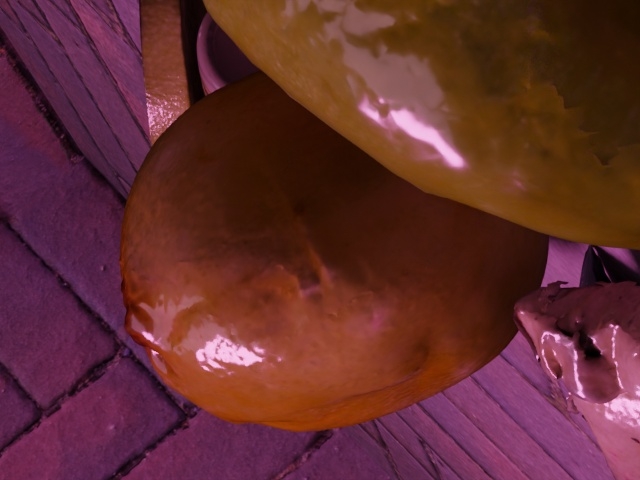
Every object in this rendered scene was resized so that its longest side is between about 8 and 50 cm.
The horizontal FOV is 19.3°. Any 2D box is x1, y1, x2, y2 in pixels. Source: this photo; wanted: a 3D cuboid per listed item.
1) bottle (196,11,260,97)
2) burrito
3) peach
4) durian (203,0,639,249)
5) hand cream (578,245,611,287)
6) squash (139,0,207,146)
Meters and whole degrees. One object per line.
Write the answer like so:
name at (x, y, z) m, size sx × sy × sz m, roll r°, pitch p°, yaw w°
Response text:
bottle at (-0.050, -0.139, 1.703) m, size 0.120 × 0.120 × 0.253 m, roll 48°, pitch 170°, yaw 8°
burrito at (0.274, 0.154, 1.378) m, size 0.175 × 0.107 × 0.347 m, roll 23°, pitch 156°, yaw 55°
peach at (0.006, -0.001, 1.441) m, size 0.281 × 0.316 × 0.314 m, roll 64°, pitch -178°, yaw 13°
durian at (0.083, -0.127, 0.931) m, size 0.340 × 0.204 × 0.256 m, roll 41°, pitch -163°, yaw 28°
hand cream at (0.251, 0.114, 1.480) m, size 0.248 × 0.052 × 0.075 m, roll 52°, pitch -166°, yaw -36°
squash at (-0.131, -0.182, 1.746) m, size 0.252 × 0.049 × 0.252 m, roll -2°, pitch -90°, yaw -87°
